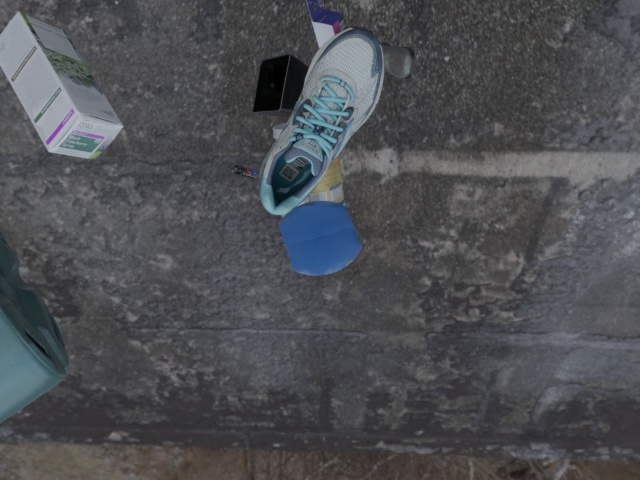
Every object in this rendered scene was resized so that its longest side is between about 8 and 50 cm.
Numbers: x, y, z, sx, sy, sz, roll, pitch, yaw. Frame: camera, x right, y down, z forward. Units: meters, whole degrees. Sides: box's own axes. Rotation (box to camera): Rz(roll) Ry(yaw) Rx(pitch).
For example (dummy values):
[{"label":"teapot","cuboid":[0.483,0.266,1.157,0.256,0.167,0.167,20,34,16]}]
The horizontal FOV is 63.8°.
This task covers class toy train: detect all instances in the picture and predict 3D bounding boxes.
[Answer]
[{"label":"toy train","cuboid":[-0.238,-0.217,1.620,0.036,0.158,0.027,-38,82,11]}]

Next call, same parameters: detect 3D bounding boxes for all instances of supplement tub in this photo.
[{"label":"supplement tub","cuboid":[-0.027,-0.149,1.096,0.144,0.144,0.200,-3,111,10]}]

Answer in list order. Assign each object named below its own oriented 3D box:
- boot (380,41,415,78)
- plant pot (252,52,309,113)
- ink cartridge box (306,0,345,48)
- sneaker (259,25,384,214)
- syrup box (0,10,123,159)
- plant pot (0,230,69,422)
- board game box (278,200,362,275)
[{"label":"boot","cuboid":[0.138,-0.489,1.393,0.161,0.246,0.084,-7,119,-19]},{"label":"plant pot","cuboid":[-0.106,-0.513,1.777,0.166,0.188,0.187,10,-177,-37]},{"label":"ink cartridge box","cuboid":[0.051,-0.568,1.578,0.069,0.176,0.371,-10,121,20]},{"label":"sneaker","cuboid":[0.002,-0.148,0.706,0.110,0.122,0.283,26,118,-10]},{"label":"syrup box","cuboid":[-0.446,-0.258,0.872,0.096,0.093,0.237,-39,76,20]},{"label":"plant pot","cuboid":[-0.478,0.121,0.521,0.334,0.341,0.341,-31,136,-20]},{"label":"board game box","cuboid":[0.000,0.000,0.963,0.133,0.169,0.033,-17,145,-5]}]
